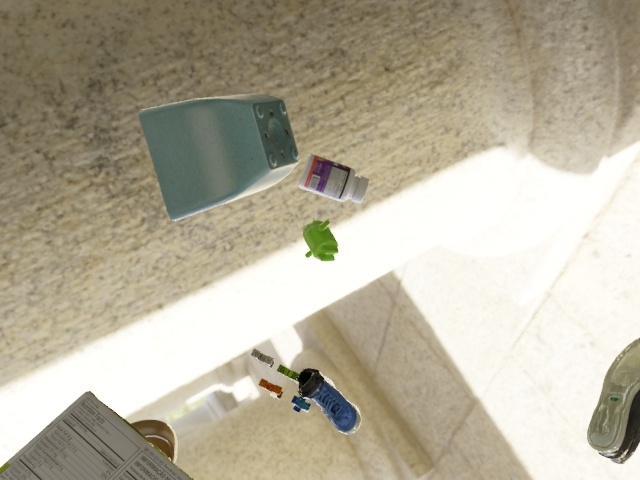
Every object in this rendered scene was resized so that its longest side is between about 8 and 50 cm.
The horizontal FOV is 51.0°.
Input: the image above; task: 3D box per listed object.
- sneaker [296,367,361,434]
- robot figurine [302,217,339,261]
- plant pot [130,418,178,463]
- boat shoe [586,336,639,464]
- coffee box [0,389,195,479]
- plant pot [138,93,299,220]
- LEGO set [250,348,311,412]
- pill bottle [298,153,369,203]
[{"bbox_3d":[0.008,0.283,1.199,0.085,0.058,0.152,37,-175,-36],"label":"sneaker"},{"bbox_3d":[0.000,0.000,1.578,0.115,0.067,0.101,60,140,38],"label":"robot figurine"},{"bbox_3d":[-0.454,0.555,1.661,0.032,0.236,0.236,28,142,45],"label":"plant pot"},{"bbox_3d":[0.538,0.271,1.159,0.079,0.233,0.084,37,163,-21],"label":"boat shoe"},{"bbox_3d":[-0.388,0.536,1.156,0.338,0.334,0.337,34,145,16],"label":"coffee box"},{"bbox_3d":[-0.196,-0.207,1.476,0.253,0.248,0.246,-12,99,27],"label":"plant pot"},{"bbox_3d":[-0.081,0.362,1.654,0.227,0.087,0.093,26,160,8],"label":"LEGO set"},{"bbox_3d":[0.041,-0.179,2.005,0.194,0.108,0.108,19,159,-6],"label":"pill bottle"}]
